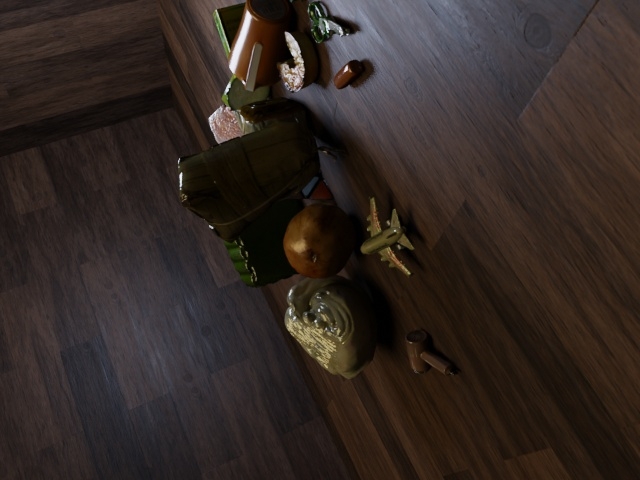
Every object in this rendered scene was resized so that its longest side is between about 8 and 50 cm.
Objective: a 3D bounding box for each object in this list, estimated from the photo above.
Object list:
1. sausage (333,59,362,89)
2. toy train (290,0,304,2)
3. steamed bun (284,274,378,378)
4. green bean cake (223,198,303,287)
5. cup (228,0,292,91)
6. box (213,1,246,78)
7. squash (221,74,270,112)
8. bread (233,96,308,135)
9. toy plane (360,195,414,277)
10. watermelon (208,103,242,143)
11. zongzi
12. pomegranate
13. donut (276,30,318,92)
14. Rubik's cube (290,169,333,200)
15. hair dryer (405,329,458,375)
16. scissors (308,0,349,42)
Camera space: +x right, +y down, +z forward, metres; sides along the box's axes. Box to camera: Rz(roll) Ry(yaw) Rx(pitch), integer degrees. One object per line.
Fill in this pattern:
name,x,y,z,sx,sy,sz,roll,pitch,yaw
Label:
sausage,0.065,-0.408,1.400,0.039,0.041,0.131,65,163,-5
toy train,-0.058,-0.663,1.475,0.103,0.044,0.064,-170,71,-70
steamed bun,0.054,0.260,1.876,0.339,0.247,0.352,33,151,32
green bean cake,-0.199,-0.002,2.220,0.218,0.335,0.319,-8,100,63
cup,-0.178,-0.581,1.682,0.264,0.182,0.226,119,163,-60
box,-0.251,-0.666,1.878,0.064,0.141,0.220,14,123,68
squash,-0.310,-0.592,2.060,0.260,0.189,0.189,52,156,35
bread,-0.158,-0.388,1.820,0.192,0.210,0.109,45,146,51
toy plane,0.170,-0.003,1.482,0.229,0.092,0.244,65,163,4
watermelon,-0.333,-0.483,2.248,0.262,0.201,0.212,-22,90,64
zongzi,-0.151,-0.175,1.792,0.467,0.500,0.218,61,-170,-70
pomegranate,0.000,0.000,1.783,0.248,0.248,0.248,56,159,35
donut,-0.060,-0.504,1.615,0.146,0.078,0.181,62,155,17
Rubik's cube,-0.072,-0.265,1.962,0.250,0.284,0.234,-28,-60,-75
hair dryer,0.304,0.327,1.531,0.182,0.064,0.117,28,138,57
scissors,0.021,-0.534,1.407,0.204,0.027,0.101,47,156,55
